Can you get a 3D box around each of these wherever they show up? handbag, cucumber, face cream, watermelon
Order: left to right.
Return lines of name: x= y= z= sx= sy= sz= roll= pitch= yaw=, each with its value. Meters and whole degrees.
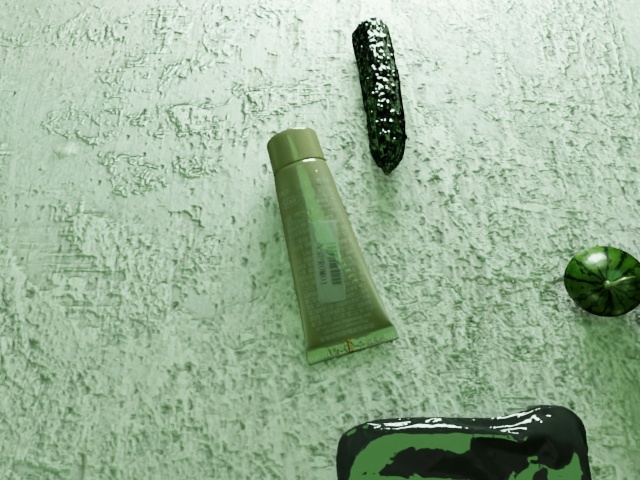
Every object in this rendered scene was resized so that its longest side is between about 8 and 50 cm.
face cream: x=0.000 y=0.000 z=0.678 sx=0.137 sy=0.084 sz=0.342 roll=-17 pitch=80 yaw=1
cucumber: x=0.100 y=-0.238 z=0.749 sx=0.071 sy=0.072 sz=0.301 roll=-6 pitch=71 yaw=2
handbag: x=0.188 y=0.314 z=0.555 sx=0.331 sy=0.075 sz=0.192 roll=-5 pitch=71 yaw=1
watermelon: x=0.384 y=0.056 z=0.611 sx=0.108 sy=0.109 sz=0.109 roll=-1 pitch=72 yaw=4
